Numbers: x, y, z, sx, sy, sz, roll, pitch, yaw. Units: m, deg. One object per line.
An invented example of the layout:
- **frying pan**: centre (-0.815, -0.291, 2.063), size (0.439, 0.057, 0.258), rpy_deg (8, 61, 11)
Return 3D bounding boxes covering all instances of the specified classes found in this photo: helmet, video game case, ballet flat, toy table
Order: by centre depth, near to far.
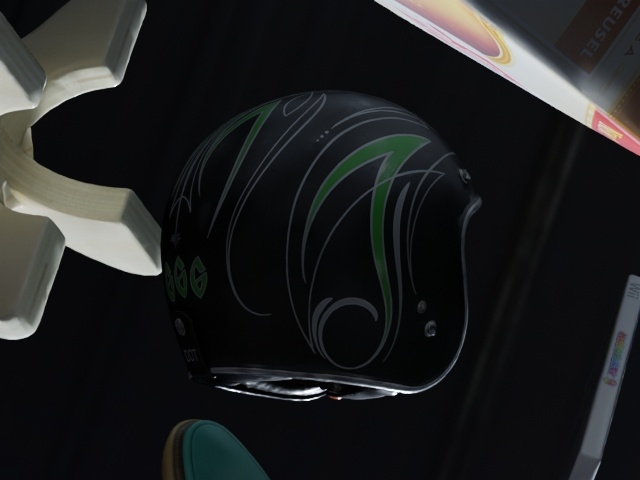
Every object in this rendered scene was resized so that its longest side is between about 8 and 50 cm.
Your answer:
- **video game case**: centre (0.124, 0.085, 0.891), size (0.011, 0.122, 0.087), rpy_deg (18, 132, 6)
- **helmet**: centre (0.000, 0.000, 1.030), size (0.169, 0.162, 0.169), rpy_deg (4, 171, 1)
- **ballet flat**: centre (-0.035, 0.210, 1.055), size (0.080, 0.073, 0.232), rpy_deg (-12, -113, -51)
- **toy table**: centre (-0.213, -0.051, 1.205), size (0.161, 0.274, 0.252), rpy_deg (0, 159, 24)

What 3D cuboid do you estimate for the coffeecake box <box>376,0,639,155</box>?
- **coffeecake box**: centre (0.004, -0.107, 0.443), size (0.185, 0.068, 0.142), rpy_deg (32, -176, -38)
